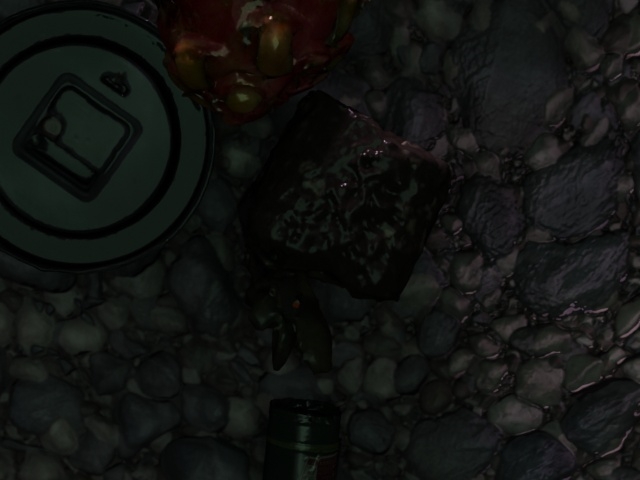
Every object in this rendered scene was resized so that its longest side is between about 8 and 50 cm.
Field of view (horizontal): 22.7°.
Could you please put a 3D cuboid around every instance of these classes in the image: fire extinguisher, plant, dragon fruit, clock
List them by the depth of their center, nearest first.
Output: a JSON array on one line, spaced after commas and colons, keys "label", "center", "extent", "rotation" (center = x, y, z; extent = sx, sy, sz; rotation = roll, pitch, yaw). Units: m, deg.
[{"label": "dragon fruit", "center": [-0.078, -0.274, 1.765], "extent": [0.250, 0.269, 0.291], "rotation": [4, 77, 14]}, {"label": "plant", "center": [0.000, 0.000, 1.841], "extent": [0.213, 0.215, 0.312], "rotation": [32, 97, -9]}, {"label": "clock", "center": [-0.286, -0.122, 1.886], "extent": [0.325, 0.067, 0.325], "rotation": [0, 97, -3]}, {"label": "fire extinguisher", "center": [-0.030, 0.344, 1.940], "extent": [0.093, 0.118, 0.294], "rotation": [9, 97, 32]}]
